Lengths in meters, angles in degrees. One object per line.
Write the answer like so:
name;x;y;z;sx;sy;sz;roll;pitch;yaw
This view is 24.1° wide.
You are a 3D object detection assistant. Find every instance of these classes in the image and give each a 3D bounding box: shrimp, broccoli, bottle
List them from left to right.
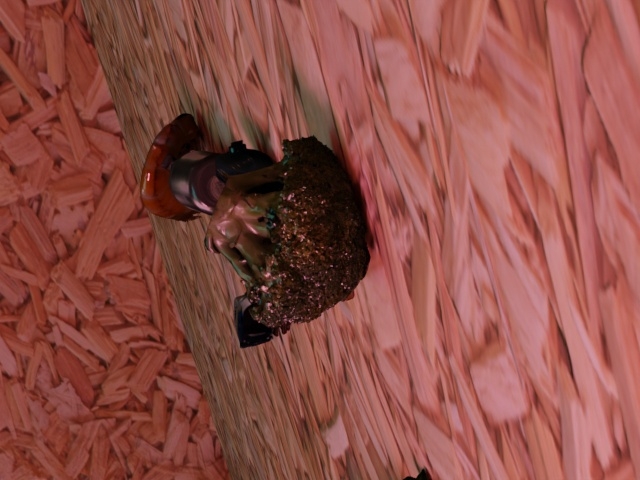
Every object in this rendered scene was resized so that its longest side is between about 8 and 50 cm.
shrimp;-0.198;-0.092;2.120;0.068;0.150;0.248;21;168;14
bottle;-0.151;-0.078;1.904;0.096;0.079;0.254;30;178;-12
broccoli;-0.022;-0.008;1.256;0.146;0.138;0.162;-106;37;-85

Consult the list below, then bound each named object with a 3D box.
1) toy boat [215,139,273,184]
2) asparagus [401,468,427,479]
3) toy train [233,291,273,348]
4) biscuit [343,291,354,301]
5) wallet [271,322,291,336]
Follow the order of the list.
toy boat;-0.077;-0.070;1.613;0.141;0.055;0.060;-145;44;-73
asparagus;0.114;0.339;1.325;0.080;0.080;0.287;90;157;-64
toy train;-0.089;0.093;2.019;0.234;0.052;0.051;100;153;-72
biscuit;0.000;0.000;1.441;0.119;0.019;0.130;95;153;-68
wallet;-0.064;0.029;1.783;0.230;0.042;0.124;102;149;-69
